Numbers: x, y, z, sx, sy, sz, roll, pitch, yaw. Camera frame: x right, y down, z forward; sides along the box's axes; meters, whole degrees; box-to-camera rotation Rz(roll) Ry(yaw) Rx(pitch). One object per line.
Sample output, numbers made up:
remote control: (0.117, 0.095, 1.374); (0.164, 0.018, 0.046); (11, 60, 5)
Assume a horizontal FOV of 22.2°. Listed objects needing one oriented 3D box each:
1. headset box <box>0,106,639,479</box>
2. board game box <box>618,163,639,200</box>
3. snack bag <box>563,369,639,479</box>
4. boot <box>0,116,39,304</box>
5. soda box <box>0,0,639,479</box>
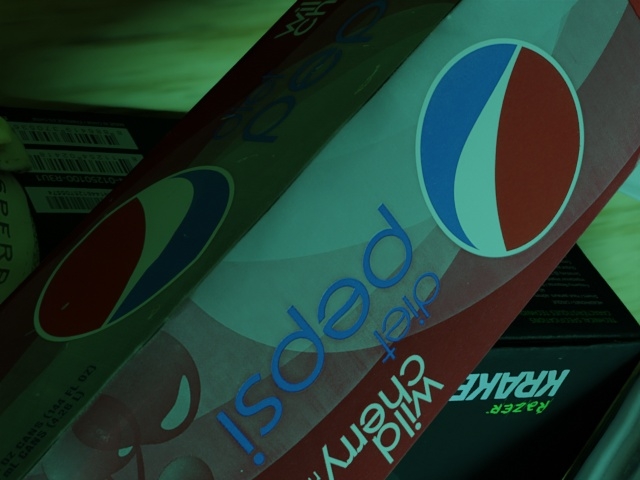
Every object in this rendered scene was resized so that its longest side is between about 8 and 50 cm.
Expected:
headset box: (-0.053, 0.101, 0.655); (0.246, 0.131, 0.283); (3, 129, -33)
board game box: (0.309, -0.129, 0.513); (0.390, 0.050, 0.390); (25, 114, 3)
snack bag: (0.066, 0.199, 0.703); (0.342, 0.037, 0.323); (-54, 169, -16)
boot: (-0.143, -0.018, 0.408); (0.203, 0.262, 0.095); (21, 80, -45)
soda box: (0.000, 0.000, 0.464); (0.263, 0.092, 0.083); (-48, 118, -21)
